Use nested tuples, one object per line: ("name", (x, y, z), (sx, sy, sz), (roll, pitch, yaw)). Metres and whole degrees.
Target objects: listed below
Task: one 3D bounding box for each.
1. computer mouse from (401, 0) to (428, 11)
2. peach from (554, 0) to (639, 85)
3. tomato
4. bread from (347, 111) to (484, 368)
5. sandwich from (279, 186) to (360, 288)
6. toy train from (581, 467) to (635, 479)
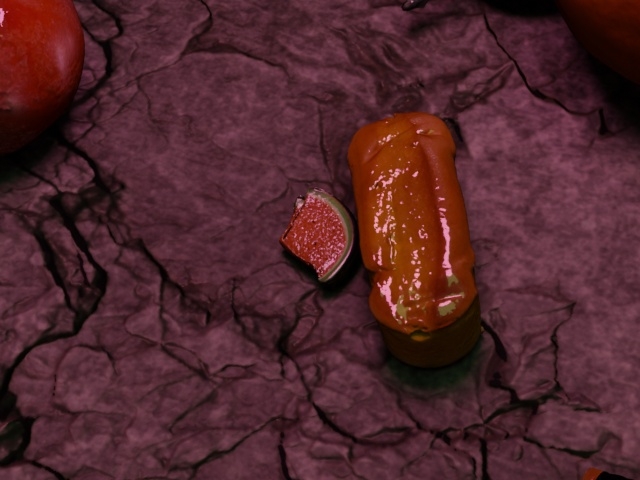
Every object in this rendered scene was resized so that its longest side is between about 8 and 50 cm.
("computer mouse", (0.227, -0.331, 1.866), (0.379, 0.090, 0.167), (-37, 65, -12))
("peach", (0.365, -0.289, 1.664), (0.342, 0.301, 0.343), (-1, 96, -7))
("tomato", (-0.335, -0.190, 1.740), (0.232, 0.189, 0.232), (0, 54, 0))
("bread", (0.083, -0.007, 1.648), (0.102, 0.094, 0.246), (-8, 56, 5))
("sandwich", (0.001, -0.004, 1.690), (0.069, 0.026, 0.101), (-36, 58, -15))
("toy train", (0.328, 0.274, 1.344), (0.369, 0.232, 0.163), (17, 57, 23))
